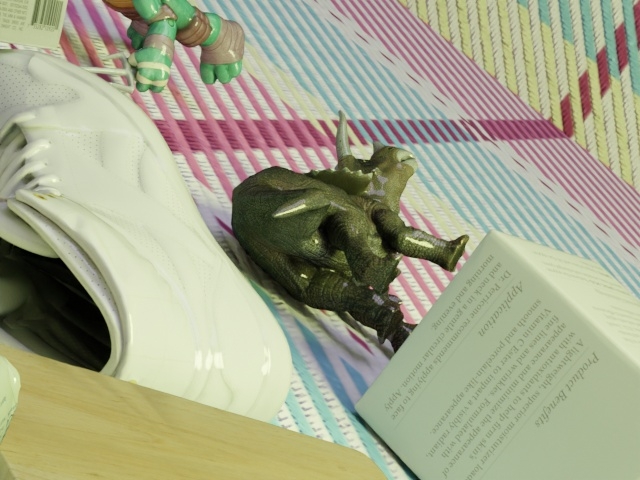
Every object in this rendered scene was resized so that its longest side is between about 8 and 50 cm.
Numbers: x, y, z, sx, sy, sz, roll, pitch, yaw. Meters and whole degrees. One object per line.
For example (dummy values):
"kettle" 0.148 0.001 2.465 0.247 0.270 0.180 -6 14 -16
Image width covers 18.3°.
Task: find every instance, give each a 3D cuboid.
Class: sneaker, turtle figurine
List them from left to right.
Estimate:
"sneaker" -0.148 -0.019 1.050 0.292 0.108 0.169 46 14 29
"turtle figurine" -0.158 -0.189 1.556 0.175 0.118 0.234 44 11 27

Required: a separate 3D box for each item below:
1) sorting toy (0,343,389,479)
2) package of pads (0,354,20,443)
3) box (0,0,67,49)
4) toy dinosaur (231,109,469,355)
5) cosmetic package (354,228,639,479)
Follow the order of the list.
"sorting toy" -0.029 0.170 0.768 0.257 0.089 0.255 22 21 -43
"package of pads" -0.256 0.041 0.586 0.296 0.101 0.229 28 16 -3
"box" -0.258 -0.183 1.166 0.203 0.103 0.114 14 6 23
"toy dinosaur" 0.000 0.000 1.378 0.160 0.121 0.313 29 16 21
"cosmetic package" 0.156 0.114 1.244 0.184 0.151 0.151 46 17 30
